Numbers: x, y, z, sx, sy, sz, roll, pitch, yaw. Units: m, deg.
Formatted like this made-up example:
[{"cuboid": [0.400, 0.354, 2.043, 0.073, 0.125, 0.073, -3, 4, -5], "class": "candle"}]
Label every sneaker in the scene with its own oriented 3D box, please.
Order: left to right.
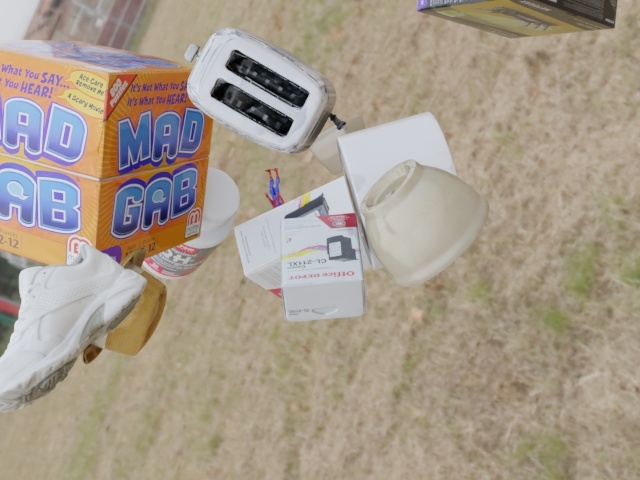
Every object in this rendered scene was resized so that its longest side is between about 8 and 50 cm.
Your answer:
[{"cuboid": [-0.300, 0.088, 0.892, 0.090, 0.115, 0.232, -50, 0, 41], "class": "sneaker"}]

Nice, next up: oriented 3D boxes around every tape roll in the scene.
[{"cuboid": [0.138, -0.085, 1.422, 0.246, 0.169, 0.246, 164, 90, -90], "class": "tape roll"}]

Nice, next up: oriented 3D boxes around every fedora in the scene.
[{"cuboid": [-0.282, 0.107, 1.214, 0.194, 0.079, 0.194, -64, 0, 0], "class": "fedora"}]

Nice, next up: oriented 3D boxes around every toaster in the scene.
[{"cuboid": [-0.071, -0.192, 1.082, 0.129, 0.227, 0.146, -59, 2, 10], "class": "toaster"}]

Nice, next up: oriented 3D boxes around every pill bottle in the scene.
[{"cuboid": [-0.303, -0.042, 1.890, 0.318, 0.176, 0.176, -41, 32, 54], "class": "pill bottle"}]

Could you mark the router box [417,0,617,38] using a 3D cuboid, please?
[{"cuboid": [0.374, -0.454, 1.544, 0.243, 0.309, 0.081, 9, 96, 48], "class": "router box"}]

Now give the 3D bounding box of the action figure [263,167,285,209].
[{"cuboid": [-0.100, -0.101, 1.802, 0.038, 0.030, 0.115, -7, 99, 33], "class": "action figure"}]

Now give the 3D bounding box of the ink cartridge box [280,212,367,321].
[{"cuboid": [0.003, 0.039, 1.285, 0.175, 0.128, 0.072, -95, 0, -53], "class": "ink cartridge box"}]

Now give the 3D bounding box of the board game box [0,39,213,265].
[{"cuboid": [-0.454, -0.177, 1.564, 0.356, 0.356, 0.356, -29, -49, -64], "class": "board game box"}]

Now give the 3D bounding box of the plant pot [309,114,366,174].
[{"cuboid": [0.051, -0.209, 1.836, 0.109, 0.096, 0.109, -26, 3, 31], "class": "plant pot"}]

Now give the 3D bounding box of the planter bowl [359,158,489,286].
[{"cuboid": [0.120, -0.035, 1.058, 0.162, 0.109, 0.162, -41, 18, 16], "class": "planter bowl"}]

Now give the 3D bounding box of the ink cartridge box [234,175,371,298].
[{"cuboid": [0.000, 0.000, 1.789, 0.306, 0.226, 0.131, -25, 61, 13], "class": "ink cartridge box"}]
